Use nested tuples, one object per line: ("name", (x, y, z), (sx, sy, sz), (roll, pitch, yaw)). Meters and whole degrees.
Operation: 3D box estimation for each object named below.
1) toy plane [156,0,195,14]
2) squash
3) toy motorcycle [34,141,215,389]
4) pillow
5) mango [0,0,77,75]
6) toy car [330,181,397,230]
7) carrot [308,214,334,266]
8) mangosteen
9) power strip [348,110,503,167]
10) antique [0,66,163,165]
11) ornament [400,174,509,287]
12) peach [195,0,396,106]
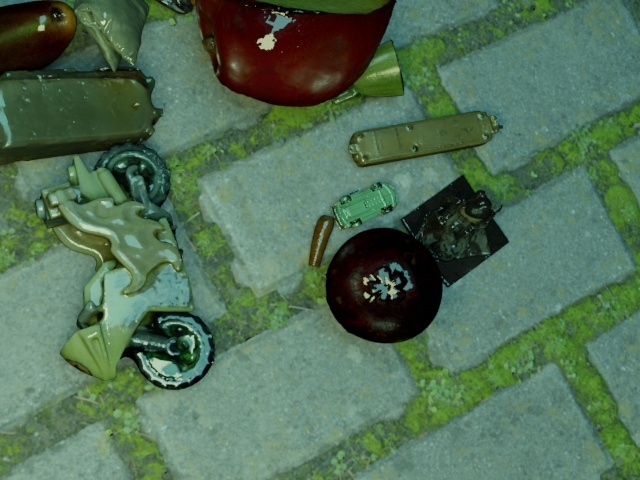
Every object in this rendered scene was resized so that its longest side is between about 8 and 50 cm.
("toy plane", (-0.359, -0.496, 1.693), (0.316, 0.204, 0.103), (10, 37, 3))
("squash", (0.077, -0.293, 1.788), (0.132, 0.105, 0.105), (-15, 84, 3))
("toy motorcycle", (-0.316, 0.047, 1.584), (0.237, 0.169, 0.410), (-11, 78, -22))
("pillow", (-0.340, -0.366, 1.617), (0.078, 0.181, 0.134), (-20, 130, 15))
("mango", (-0.503, -0.311, 1.591), (0.268, 0.133, 0.111), (-12, 96, 14))
("toy car", (0.080, -0.063, 1.768), (0.122, 0.035, 0.059), (-24, 87, -25))
("carrot", (0.000, 0.000, 1.740), (0.032, 0.032, 0.093), (17, 82, -11))
("mangosteen", (0.105, 0.076, 1.668), (0.210, 0.210, 0.210), (2, 80, -14))
("power strip", (0.190, -0.185, 1.814), (0.305, 0.044, 0.064), (-11, 83, -15))
("antique", (-0.404, -0.207, 1.626), (0.284, 0.150, 0.125), (-9, 87, -24))
("ornament", (0.259, -0.028, 1.726), (0.166, 0.196, 0.153), (-36, 90, -16))
("peach", (-0.040, -0.341, 1.700), (0.362, 0.257, 0.201), (-9, 126, -27))
